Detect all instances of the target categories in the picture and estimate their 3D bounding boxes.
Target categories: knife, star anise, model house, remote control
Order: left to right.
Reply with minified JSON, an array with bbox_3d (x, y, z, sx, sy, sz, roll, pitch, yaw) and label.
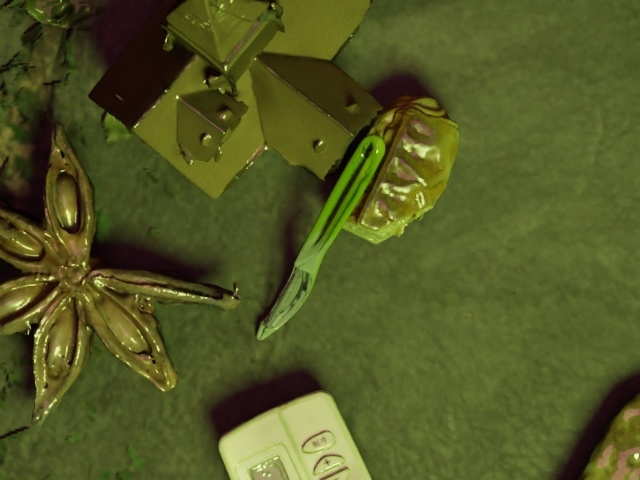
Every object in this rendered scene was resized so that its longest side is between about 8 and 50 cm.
[{"bbox_3d":[-0.179,0.034,1.199,0.208,0.063,0.172,42,93,3],"label":"star anise"},{"bbox_3d":[-0.047,-0.122,1.109,0.176,0.248,0.181,39,89,5],"label":"model house"},{"bbox_3d":[0.000,0.000,1.174,0.022,0.026,0.184,40,121,18],"label":"knife"},{"bbox_3d":[0.013,0.223,1.173,0.090,0.049,0.230,-24,85,2],"label":"remote control"}]

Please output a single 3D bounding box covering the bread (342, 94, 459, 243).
[{"bbox_3d":[0.057,-0.050,1.193,0.066,0.060,0.110,22,84,30],"label":"bread"}]

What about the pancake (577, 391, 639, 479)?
[{"bbox_3d":[0.266,0.216,1.162,0.222,0.042,0.236,-7,82,0],"label":"pancake"}]
